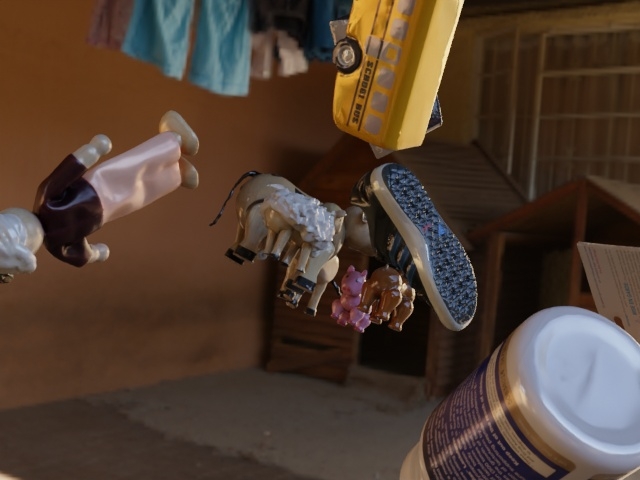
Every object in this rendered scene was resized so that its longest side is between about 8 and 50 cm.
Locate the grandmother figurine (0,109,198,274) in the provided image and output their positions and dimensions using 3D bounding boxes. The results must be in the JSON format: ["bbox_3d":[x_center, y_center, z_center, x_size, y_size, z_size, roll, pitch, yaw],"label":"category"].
[{"bbox_3d":[-0.319,-0.050,1.272,0.104,0.208,0.342,25,41,35],"label":"grandmother figurine"}]

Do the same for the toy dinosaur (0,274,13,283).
[{"bbox_3d":[-0.565,0.059,1.341,0.118,0.064,0.268,-11,4,24],"label":"toy dinosaur"}]

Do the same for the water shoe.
[{"bbox_3d":[0.106,0.010,1.058,0.073,0.203,0.080,-25,-1,-40],"label":"water shoe"}]

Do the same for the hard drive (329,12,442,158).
[{"bbox_3d":[0.125,-0.291,1.660,0.172,0.255,0.054,-29,16,-33],"label":"hard drive"}]

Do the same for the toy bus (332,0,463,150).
[{"bbox_3d":[0.111,-0.302,1.280,0.130,0.333,0.108,28,26,31],"label":"toy bus"}]

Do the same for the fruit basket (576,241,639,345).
[{"bbox_3d":[0.548,0.128,1.251,0.353,0.327,0.165,10,48,46],"label":"fruit basket"}]

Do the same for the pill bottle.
[{"bbox_3d":[0.183,0.189,0.872,0.153,0.153,0.265,5,-37,-23],"label":"pill bottle"}]

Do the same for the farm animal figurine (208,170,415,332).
[{"bbox_3d":[0.000,0.000,1.379,0.326,0.172,0.330,31,-14,-29],"label":"farm animal figurine"}]
